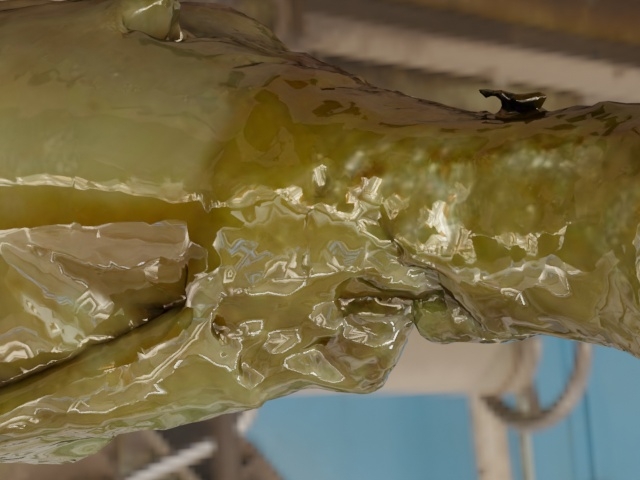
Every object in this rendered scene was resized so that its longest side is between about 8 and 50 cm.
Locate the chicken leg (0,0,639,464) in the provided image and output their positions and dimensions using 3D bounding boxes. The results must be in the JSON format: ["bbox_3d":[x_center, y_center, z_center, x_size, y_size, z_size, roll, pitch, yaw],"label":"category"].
[{"bbox_3d":[0.000,0.000,0.578,0.429,0.152,0.201,1,-151,34],"label":"chicken leg"}]
